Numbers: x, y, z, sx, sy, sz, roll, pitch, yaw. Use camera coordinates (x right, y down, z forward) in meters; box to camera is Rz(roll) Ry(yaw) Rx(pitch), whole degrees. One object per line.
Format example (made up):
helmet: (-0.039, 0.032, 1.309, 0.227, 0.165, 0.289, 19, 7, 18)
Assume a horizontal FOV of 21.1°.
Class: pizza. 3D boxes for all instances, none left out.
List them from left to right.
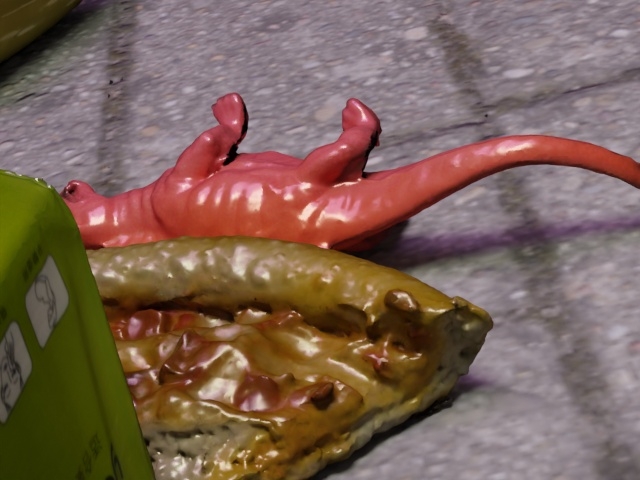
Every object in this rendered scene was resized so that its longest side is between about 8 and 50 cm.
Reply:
pizza: (-0.071, 0.051, 0.671, 0.271, 0.056, 0.134, 2, 39, 24)

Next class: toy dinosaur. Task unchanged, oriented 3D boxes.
toy dinosaur: (-0.006, 0.005, 0.741, 0.286, 0.070, 0.139, 3, 42, 25)

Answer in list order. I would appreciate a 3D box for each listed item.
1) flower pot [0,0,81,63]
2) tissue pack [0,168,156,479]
flower pot: (-0.242, -0.196, 1.112, 0.195, 0.195, 0.179, 4, 20, 33)
tissue pack: (-0.180, 0.117, 0.483, 0.200, 0.167, 0.274, -7, 27, 12)
